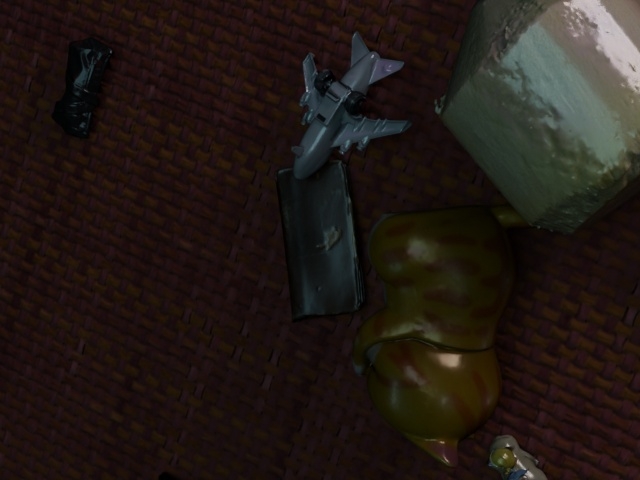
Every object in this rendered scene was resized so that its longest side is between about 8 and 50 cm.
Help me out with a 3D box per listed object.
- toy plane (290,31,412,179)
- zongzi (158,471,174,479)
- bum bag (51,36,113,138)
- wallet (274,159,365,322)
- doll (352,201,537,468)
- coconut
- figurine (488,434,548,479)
[{"bbox_3d":[0.018,-0.142,1.407,0.162,0.065,0.171,39,93,32],"label":"toy plane"},{"bbox_3d":[-0.100,0.424,1.423,0.383,0.362,0.319,16,128,-7],"label":"zongzi"},{"bbox_3d":[-0.293,-0.188,1.556,0.058,0.034,0.124,17,99,7],"label":"bum bag"},{"bbox_3d":[0.000,0.000,1.447,0.095,0.026,0.176,-10,84,24],"label":"wallet"},{"bbox_3d":[0.123,0.082,1.332,0.162,0.166,0.269,14,100,23],"label":"doll"},{"bbox_3d":[0.237,-0.148,1.234,0.239,0.239,0.244,-41,78,19],"label":"coconut"},{"bbox_3d":[0.208,0.247,1.360,0.047,0.050,0.083,-41,77,13],"label":"figurine"}]
